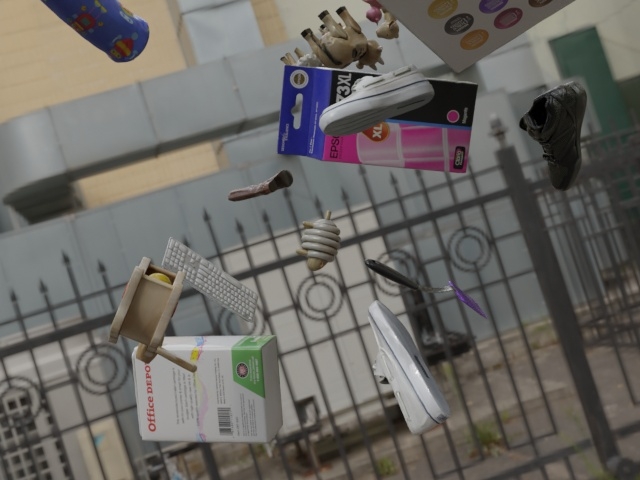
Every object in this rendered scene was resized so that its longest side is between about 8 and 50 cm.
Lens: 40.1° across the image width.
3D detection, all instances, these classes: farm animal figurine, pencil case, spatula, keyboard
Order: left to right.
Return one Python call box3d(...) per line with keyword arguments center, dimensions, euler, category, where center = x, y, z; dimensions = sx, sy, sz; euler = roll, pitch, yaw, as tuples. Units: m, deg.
box3d(center=(-0.500, -0.510, 1.876), dimensions=(0.119, 0.133, 0.306), euler=(-21, -39, 27), category="pencil case")
box3d(center=(-0.226, 0.085, 1.830), dimensions=(0.014, 0.072, 0.256), euler=(-16, -42, 42), category="keyboard")
box3d(center=(0.099, -0.509, 2.182), dimensions=(0.327, 0.172, 0.330), euler=(-37, -2, -39), category="farm animal figurine")
box3d(center=(0.209, 0.090, 1.707), dimensions=(0.297, 0.030, 0.084), euler=(19, 21, -25), category="spatula")

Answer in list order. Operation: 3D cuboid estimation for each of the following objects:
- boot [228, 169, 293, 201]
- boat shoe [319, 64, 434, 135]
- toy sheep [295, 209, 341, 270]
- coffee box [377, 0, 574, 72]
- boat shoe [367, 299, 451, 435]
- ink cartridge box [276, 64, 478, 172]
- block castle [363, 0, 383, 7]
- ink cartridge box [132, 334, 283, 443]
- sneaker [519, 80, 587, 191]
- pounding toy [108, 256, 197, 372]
box3d(center=(-0.125, -0.109, 1.805), dimensions=(0.114, 0.037, 0.106), euler=(-15, 8, 34), category="boot")
box3d(center=(0.085, -0.242, 1.499), dimensions=(0.226, 0.075, 0.083), euler=(-19, -18, -28), category="boat shoe")
box3d(center=(0.000, 0.000, 1.824), dimensions=(0.091, 0.132, 0.091), euler=(13, -4, 1), category="toy sheep")
box3d(center=(0.244, -0.553, 1.445), dimensions=(0.338, 0.338, 0.334), euler=(-30, -32, 25), category="coffee box")
box3d(center=(0.135, 0.225, 1.566), dimensions=(0.084, 0.258, 0.095), euler=(-38, -36, 15), category="boat shoe")
box3d(center=(0.107, -0.233, 1.683), dimensions=(0.371, 0.175, 0.069), euler=(5, 12, -4), category="ink cartridge box")
box3d(center=(0.266, -0.698, 1.828), dimensions=(0.453, 0.302, 0.213), euler=(-23, -27, 36), category="block castle")
box3d(center=(-0.231, 0.304, 1.813), dimensions=(0.278, 0.201, 0.117), euler=(-2, 7, 14), category="ink cartridge box")
box3d(center=(0.459, -0.198, 1.759), dimensions=(0.130, 0.227, 0.087), euler=(-16, 34, -19), category="sneaker")
box3d(center=(-0.245, 0.115, 1.419), dimensions=(0.155, 0.154, 0.269), euler=(23, -18, -8), category="pounding toy")
